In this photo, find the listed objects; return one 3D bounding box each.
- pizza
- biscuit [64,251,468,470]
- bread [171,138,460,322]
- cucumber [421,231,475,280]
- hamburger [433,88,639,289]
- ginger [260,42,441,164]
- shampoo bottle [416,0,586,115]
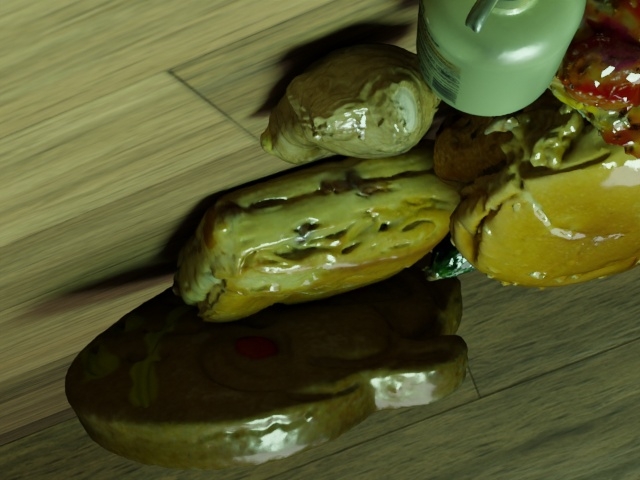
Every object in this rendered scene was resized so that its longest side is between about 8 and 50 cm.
[{"bbox_3d":[0.205,-0.101,0.839,0.193,0.201,0.053,-4,-157,-6],"label":"pizza"},{"bbox_3d":[-0.030,0.085,1.268,0.350,0.070,0.394,4,-156,29],"label":"biscuit"},{"bbox_3d":[0.000,0.000,1.179,0.235,0.099,0.210,-18,172,-20],"label":"bread"},{"bbox_3d":[0.206,-0.059,1.226,0.293,0.067,0.067,-34,175,-11],"label":"cucumber"},{"bbox_3d":[0.234,-0.074,1.037,0.314,0.170,0.290,-15,165,-28],"label":"hamburger"},{"bbox_3d":[0.021,-0.080,0.814,0.096,0.067,0.165,-19,-175,-15],"label":"ginger"},{"bbox_3d":[0.087,-0.114,0.676,0.079,0.079,0.162,-21,172,0],"label":"shampoo bottle"}]
